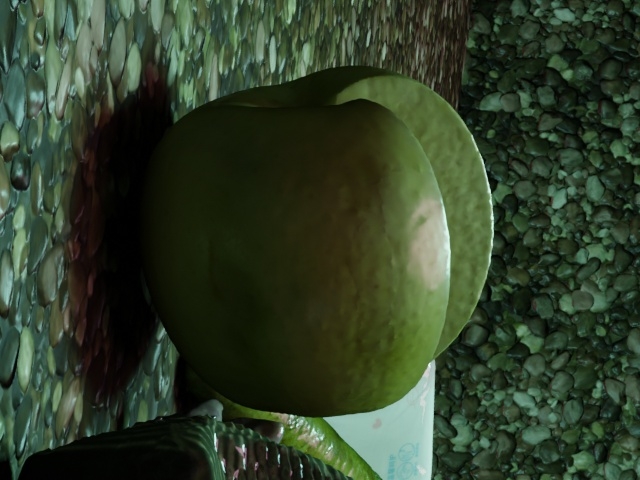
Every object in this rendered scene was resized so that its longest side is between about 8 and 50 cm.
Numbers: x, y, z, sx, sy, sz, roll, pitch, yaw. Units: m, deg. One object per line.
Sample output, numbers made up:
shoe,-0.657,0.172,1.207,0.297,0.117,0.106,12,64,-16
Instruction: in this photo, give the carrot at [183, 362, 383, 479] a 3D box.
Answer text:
carrot,-0.009,0.203,1.777,0.358,0.074,0.074,47,42,-40

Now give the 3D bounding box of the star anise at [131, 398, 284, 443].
star anise,-0.121,0.227,1.426,0.257,0.110,0.198,-65,-171,-19

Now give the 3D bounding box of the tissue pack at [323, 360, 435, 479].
tissue pack,0.014,0.237,1.930,0.124,0.201,0.271,-147,-126,-59

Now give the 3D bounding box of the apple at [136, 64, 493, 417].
apple,0.000,0.000,1.480,0.292,0.292,0.254,-58,147,-69

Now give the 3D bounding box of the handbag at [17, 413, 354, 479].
handbag,-0.065,0.293,1.188,0.240,0.247,0.341,18,71,-35
